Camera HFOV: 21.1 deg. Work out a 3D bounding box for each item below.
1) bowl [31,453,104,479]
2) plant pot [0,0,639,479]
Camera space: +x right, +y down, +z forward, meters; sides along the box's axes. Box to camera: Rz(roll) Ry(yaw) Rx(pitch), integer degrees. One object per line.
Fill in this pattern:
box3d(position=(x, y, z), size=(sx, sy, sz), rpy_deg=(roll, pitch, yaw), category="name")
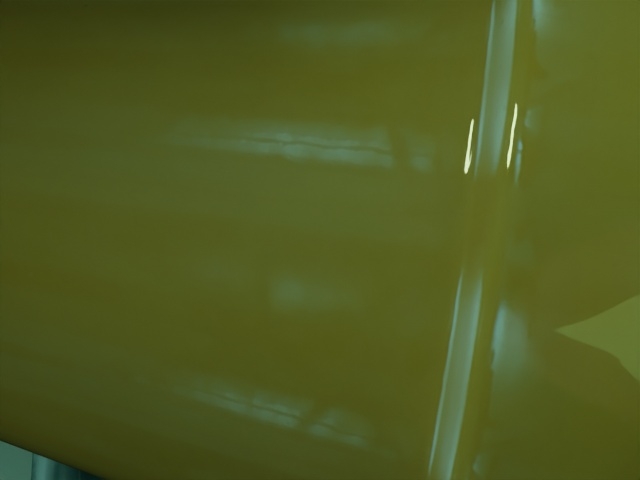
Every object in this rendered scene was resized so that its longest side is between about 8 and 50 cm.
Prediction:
box3d(position=(0.019, 0.055, 0.688), size=(0.311, 0.163, 0.312), rpy_deg=(-7, 108, -22), category="bowl")
box3d(position=(0.000, 0.000, 0.474), size=(0.187, 0.205, 0.205), rpy_deg=(9, 102, 1), category="plant pot")
